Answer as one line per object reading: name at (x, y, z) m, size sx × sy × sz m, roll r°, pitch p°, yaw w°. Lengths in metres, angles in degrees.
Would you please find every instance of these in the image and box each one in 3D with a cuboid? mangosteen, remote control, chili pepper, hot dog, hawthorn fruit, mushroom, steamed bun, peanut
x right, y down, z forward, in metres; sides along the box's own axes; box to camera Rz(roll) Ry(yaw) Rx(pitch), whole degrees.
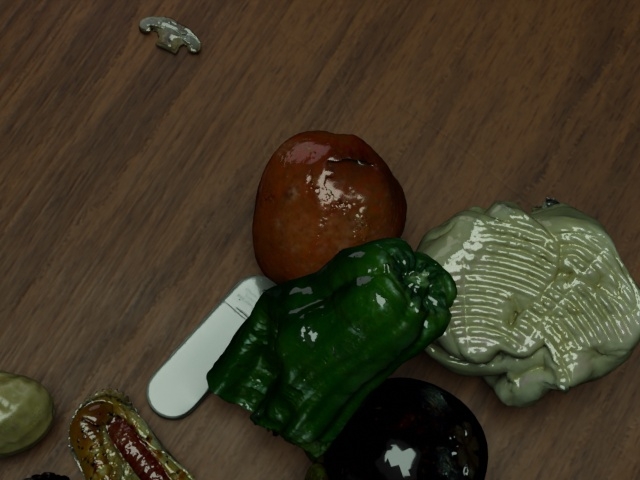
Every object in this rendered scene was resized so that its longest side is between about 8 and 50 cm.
mangosteen at (0.092, 0.291, 1.792) m, size 0.243 × 0.243 × 0.243 m, roll 1°, pitch 73°, yaw -2°
remote control at (-0.145, 0.148, 1.915) m, size 0.077 × 0.022 × 0.245 m, roll 40°, pitch 76°, yaw 7°
chili pepper at (-0.008, 0.129, 1.735) m, size 0.167 × 0.385 × 0.213 m, roll 35°, pitch 38°, yaw -20°
hot dog at (-0.244, 0.314, 1.838) m, size 0.131 × 0.069 × 0.252 m, roll -34°, pitch 76°, yaw -10°
hawthorn fruit at (0.000, 0.000, 1.879) m, size 0.211 × 0.211 × 0.299 m, roll 18°, pitch 92°, yaw 3°
mushroom at (-0.222, -0.305, 2.047) m, size 0.101 × 0.019 × 0.049 m, roll 22°, pitch 75°, yaw 5°
steamed bun at (0.266, 0.074, 1.859) m, size 0.320 × 0.206 × 0.275 m, roll 26°, pitch 91°, yaw 0°
peanut at (-0.495, 0.250, 1.820) m, size 0.290 × 0.130 × 0.130 m, roll -20°, pitch 75°, yaw -8°

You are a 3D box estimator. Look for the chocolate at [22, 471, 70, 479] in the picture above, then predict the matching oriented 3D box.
chocolate at (-0.398, 0.371, 1.793) m, size 0.133 × 0.156 × 0.156 m, roll -2°, pitch 73°, yaw 17°
